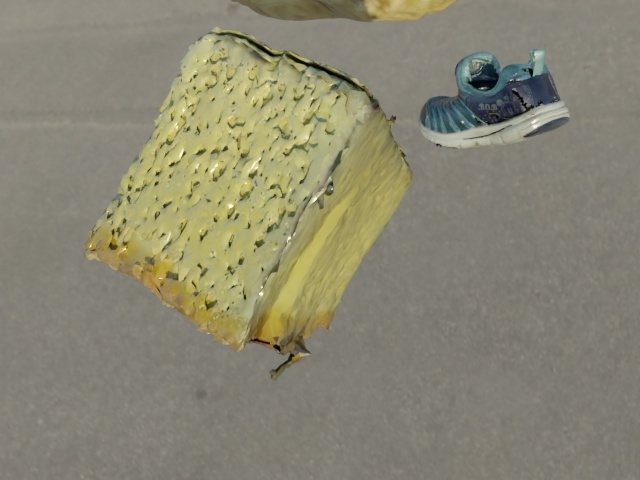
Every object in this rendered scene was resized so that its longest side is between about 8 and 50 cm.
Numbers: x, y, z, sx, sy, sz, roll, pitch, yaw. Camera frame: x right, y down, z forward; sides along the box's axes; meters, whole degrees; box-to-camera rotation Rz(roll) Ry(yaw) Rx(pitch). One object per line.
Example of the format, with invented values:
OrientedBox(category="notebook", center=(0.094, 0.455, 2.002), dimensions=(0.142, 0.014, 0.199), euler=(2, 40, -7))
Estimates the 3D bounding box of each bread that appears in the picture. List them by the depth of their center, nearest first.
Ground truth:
OrientedBox(category="bread", center=(0.000, 0.000, 0.859), dimensions=(0.279, 0.315, 0.249), euler=(30, 96, 54))

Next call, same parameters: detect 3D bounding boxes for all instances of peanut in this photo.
OrientedBox(category="peanut", center=(0.020, -0.309, 1.123), dimensions=(0.325, 0.140, 0.153), euler=(3, 30, 21))

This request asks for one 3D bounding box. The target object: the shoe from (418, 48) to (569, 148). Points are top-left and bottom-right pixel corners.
OrientedBox(category="shoe", center=(0.190, -0.163, 1.158), dimensions=(0.091, 0.106, 0.207), euler=(-21, 9, -33))
